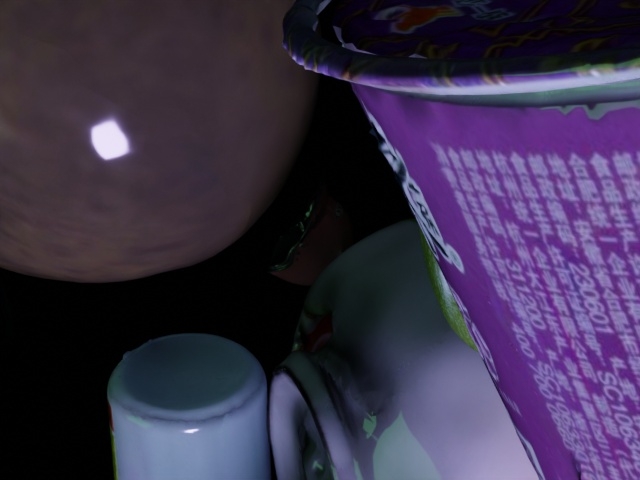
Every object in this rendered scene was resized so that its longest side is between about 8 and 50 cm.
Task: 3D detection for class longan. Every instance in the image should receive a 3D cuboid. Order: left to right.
[{"bbox_3d":[-0.168,-0.130,1.383,0.361,0.361,0.361,167,90,-72],"label":"longan"}]

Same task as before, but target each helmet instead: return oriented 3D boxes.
[{"bbox_3d":[0.002,0.000,1.420,0.084,0.049,0.065,-54,10,35],"label":"helmet"}]

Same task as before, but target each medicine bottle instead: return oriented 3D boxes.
[{"bbox_3d":[-0.112,0.207,1.758,0.139,0.139,0.225,-129,31,-53],"label":"medicine bottle"}]

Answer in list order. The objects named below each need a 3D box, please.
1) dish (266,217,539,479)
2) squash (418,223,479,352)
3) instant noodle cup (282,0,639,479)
[{"bbox_3d":[0.035,0.155,1.270,0.324,0.124,0.324,168,90,-76],"label":"dish"},{"bbox_3d":[0.106,-0.075,0.964,0.395,0.107,0.107,97,154,-47],"label":"squash"},{"bbox_3d":[0.190,0.014,0.492,0.340,0.339,0.266,24,136,68],"label":"instant noodle cup"}]
